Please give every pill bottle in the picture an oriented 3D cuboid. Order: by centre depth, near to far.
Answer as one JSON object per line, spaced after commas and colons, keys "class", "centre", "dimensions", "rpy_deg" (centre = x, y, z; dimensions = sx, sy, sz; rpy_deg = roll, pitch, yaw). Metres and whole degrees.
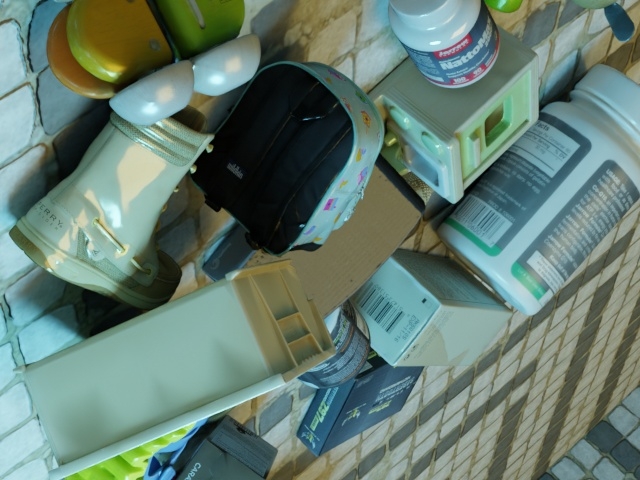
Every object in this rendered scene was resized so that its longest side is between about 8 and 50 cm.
{"class": "pill bottle", "centre": [0.137, -0.255, 1.531], "dimensions": [0.108, 0.108, 0.180], "rpy_deg": [-49, 155, 1]}
{"class": "pill bottle", "centre": [-0.006, 0.126, 1.816], "dimensions": [0.130, 0.130, 0.246], "rpy_deg": [-47, 155, -5]}
{"class": "pill bottle", "centre": [0.366, -0.080, 2.048], "dimensions": [0.361, 0.204, 0.204], "rpy_deg": [-48, 156, 0]}

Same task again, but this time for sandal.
{"class": "sandal", "centre": [-0.206, 0.225, 1.663], "dimensions": [0.317, 0.126, 0.138], "rpy_deg": [-54, 164, 27]}

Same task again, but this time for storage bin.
{"class": "storage bin", "centre": [-0.145, 0.129, 1.425], "dimensions": [0.262, 0.123, 0.260], "rpy_deg": [-25, 176, 12]}

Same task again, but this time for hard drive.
{"class": "hard drive", "centre": [0.000, 0.000, 1.630], "dimensions": [0.254, 0.054, 0.172], "rpy_deg": [-44, 120, 1]}

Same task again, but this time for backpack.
{"class": "backpack", "centre": [-0.021, -0.097, 1.426], "dimensions": [0.144, 0.166, 0.188], "rpy_deg": [-14, 141, -53]}

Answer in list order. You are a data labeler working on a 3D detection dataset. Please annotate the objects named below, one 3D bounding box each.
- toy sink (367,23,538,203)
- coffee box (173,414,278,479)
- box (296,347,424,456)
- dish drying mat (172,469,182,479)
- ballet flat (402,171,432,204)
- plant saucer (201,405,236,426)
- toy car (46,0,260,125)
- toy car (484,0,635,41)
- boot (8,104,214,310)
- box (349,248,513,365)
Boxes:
{"class": "toy sink", "centre": [0.156, -0.149, 1.687], "dimensions": [0.234, 0.131, 0.153], "rpy_deg": [-42, 154, -14]}
{"class": "coffee box", "centre": [-0.142, 0.332, 1.817], "dimensions": [0.141, 0.098, 0.246], "rpy_deg": [-55, 178, 2]}
{"class": "box", "centre": [0.081, 0.241, 2.211], "dimensions": [0.232, 0.059, 0.183], "rpy_deg": [-20, 144, -46]}
{"class": "dish drying mat", "centre": [-0.202, 0.345, 1.956], "dimensions": [0.083, 0.008, 0.032], "rpy_deg": [-32, 150, -32]}
{"class": "ballet flat", "centre": [0.072, -0.030, 1.802], "dimensions": [0.206, 0.073, 0.067], "rpy_deg": [-48, 141, -11]}
{"class": "plant saucer", "centre": [-0.136, 0.195, 1.814], "dimensions": [0.195, 0.037, 0.195], "rpy_deg": [-39, 154, -23]}
{"class": "toy car", "centre": [-0.152, -0.181, 1.147], "dimensions": [0.182, 0.159, 0.136], "rpy_deg": [-30, -176, -37]}
{"class": "toy car", "centre": [0.317, -0.326, 1.627], "dimensions": [0.149, 0.188, 0.155], "rpy_deg": [-26, 147, -41]}
{"class": "boot", "centre": [-0.173, -0.042, 1.350], "dimensions": [0.203, 0.095, 0.262], "rpy_deg": [-53, 153, 4]}
{"class": "box", "centre": [0.161, 0.105, 2.049], "dimensions": [0.121, 0.148, 0.311], "rpy_deg": [-54, 154, 13]}
